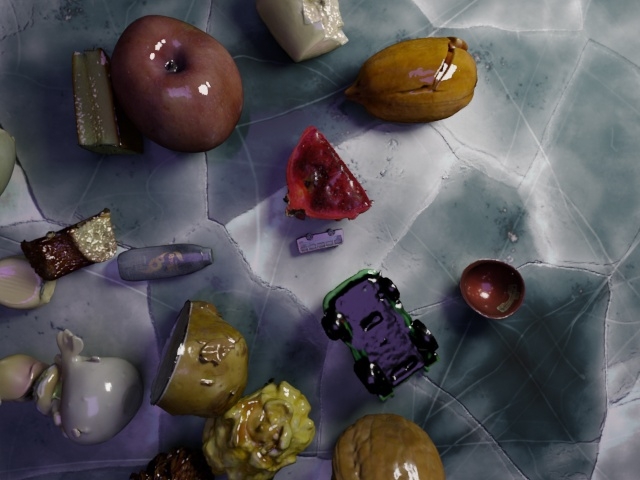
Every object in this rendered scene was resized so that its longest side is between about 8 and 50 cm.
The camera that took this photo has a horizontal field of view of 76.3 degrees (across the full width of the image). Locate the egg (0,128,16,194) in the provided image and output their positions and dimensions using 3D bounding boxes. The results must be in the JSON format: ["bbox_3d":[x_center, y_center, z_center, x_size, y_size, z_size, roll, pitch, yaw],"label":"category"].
[{"bbox_3d":[-0.868,-0.167,0.901,0.278,0.278,0.336,37,86,-6],"label":"egg"}]

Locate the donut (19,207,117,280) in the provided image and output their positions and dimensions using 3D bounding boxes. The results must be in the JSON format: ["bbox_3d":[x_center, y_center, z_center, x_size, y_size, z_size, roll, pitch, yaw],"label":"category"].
[{"bbox_3d":[-0.615,0.012,1.019,0.186,0.144,0.126,-29,104,-44],"label":"donut"}]

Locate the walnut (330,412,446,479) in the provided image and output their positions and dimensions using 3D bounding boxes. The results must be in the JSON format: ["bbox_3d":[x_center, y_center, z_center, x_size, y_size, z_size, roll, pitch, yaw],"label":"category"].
[{"bbox_3d":[0.162,0.603,1.000,0.332,0.333,0.333,0,93,-5],"label":"walnut"}]

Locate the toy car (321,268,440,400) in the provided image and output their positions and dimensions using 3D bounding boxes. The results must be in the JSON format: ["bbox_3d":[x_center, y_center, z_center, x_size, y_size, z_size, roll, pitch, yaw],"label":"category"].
[{"bbox_3d":[0.157,0.253,1.068,0.213,0.176,0.359,-36,91,-3],"label":"toy car"}]

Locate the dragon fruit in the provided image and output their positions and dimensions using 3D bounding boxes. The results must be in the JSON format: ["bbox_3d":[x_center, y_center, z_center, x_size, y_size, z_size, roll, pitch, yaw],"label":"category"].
[{"bbox_3d":[-0.005,-0.135,1.064,0.211,0.134,0.262,-31,79,9],"label":"dragon fruit"}]

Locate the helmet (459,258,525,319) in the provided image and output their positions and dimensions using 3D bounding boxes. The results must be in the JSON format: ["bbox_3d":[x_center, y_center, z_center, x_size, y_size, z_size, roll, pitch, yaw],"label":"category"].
[{"bbox_3d":[0.450,0.128,1.116,0.175,0.106,0.155,19,88,0],"label":"helmet"}]

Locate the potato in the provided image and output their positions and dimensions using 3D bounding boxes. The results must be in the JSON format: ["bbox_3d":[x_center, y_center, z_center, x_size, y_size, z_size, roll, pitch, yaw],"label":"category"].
[{"bbox_3d":[-0.277,0.291,0.987,0.196,0.300,0.247,26,101,-22],"label":"potato"}]

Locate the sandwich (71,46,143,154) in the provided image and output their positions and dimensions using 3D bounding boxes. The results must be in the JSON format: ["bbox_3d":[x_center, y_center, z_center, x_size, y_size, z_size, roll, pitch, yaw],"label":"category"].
[{"bbox_3d":[-0.527,-0.332,1.001,0.122,0.128,0.236,-4,92,-1],"label":"sandwich"}]

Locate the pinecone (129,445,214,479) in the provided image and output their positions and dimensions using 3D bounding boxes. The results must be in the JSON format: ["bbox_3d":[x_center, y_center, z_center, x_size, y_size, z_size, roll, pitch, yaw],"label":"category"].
[{"bbox_3d":[-0.376,0.632,1.022,0.221,0.221,0.222,0,93,-5],"label":"pinecone"}]

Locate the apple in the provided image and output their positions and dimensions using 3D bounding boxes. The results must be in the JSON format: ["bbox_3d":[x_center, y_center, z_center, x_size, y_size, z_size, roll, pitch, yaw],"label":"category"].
[{"bbox_3d":[-0.325,-0.361,0.951,0.305,0.235,0.306,2,80,-14],"label":"apple"}]

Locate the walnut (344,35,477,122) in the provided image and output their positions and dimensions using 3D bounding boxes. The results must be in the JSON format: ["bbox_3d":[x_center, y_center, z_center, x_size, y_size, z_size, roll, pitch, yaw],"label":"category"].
[{"bbox_3d":[0.228,-0.398,1.032,0.336,0.209,0.209,-9,93,3],"label":"walnut"}]

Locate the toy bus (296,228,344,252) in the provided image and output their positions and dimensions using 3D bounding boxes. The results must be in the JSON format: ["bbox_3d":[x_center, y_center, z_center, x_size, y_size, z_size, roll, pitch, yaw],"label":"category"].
[{"bbox_3d":[0.000,0.000,1.105,0.130,0.037,0.052,-12,96,-4],"label":"toy bus"}]

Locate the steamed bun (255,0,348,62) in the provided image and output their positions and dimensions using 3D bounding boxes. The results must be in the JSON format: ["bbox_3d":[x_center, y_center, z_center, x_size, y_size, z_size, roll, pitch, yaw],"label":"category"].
[{"bbox_3d":[-0.033,-0.572,1.012,0.200,0.170,0.225,-39,97,-7],"label":"steamed bun"}]

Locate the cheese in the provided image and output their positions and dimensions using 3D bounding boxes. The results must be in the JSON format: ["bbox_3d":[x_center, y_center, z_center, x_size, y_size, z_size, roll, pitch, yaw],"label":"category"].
[{"bbox_3d":[-0.795,0.095,1.025,0.227,0.064,0.137,16,88,-7],"label":"cheese"}]

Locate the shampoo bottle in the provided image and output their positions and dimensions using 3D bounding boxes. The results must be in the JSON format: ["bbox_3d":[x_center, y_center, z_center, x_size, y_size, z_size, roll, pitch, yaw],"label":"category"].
[{"bbox_3d":[-0.401,0.055,1.065,0.233,0.049,0.087,-6,95,-5],"label":"shampoo bottle"}]

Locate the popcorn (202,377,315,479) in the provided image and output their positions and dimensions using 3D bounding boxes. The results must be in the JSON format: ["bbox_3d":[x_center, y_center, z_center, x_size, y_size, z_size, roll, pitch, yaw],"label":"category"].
[{"bbox_3d":[-0.157,0.481,1.028,0.286,0.252,0.215,-25,49,-8],"label":"popcorn"}]

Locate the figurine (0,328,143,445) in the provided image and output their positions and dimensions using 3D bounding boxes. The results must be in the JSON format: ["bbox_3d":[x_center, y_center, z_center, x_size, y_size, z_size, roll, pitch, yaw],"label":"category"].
[{"bbox_3d":[-0.639,0.336,0.996,0.394,0.226,0.275,7,105,8],"label":"figurine"}]
